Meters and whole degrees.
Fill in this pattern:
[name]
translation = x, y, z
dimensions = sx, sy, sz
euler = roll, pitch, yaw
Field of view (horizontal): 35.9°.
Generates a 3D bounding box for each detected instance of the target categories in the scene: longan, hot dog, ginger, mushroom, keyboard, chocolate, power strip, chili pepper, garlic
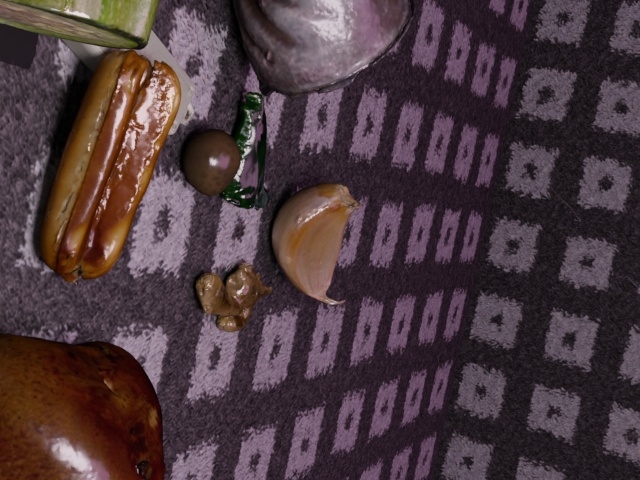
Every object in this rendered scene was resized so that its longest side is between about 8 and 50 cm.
[longan]
translation = -0.177, -0.127, 1.615
dimensions = 0.113, 0.092, 0.113
euler = 10, 90, -78
[hot dog]
translation = -0.299, -0.095, 1.343
dimensions = 0.135, 0.100, 0.337
euler = 10, 104, -52
[ginger]
translation = -0.163, 0.091, 1.799
dimensions = 0.133, 0.059, 0.214
euler = -61, 150, -14
[mushroom]
translation = -0.345, 0.271, 1.266
dimensions = 0.259, 0.345, 0.345
euler = -40, 160, 14
[keyboard]
translation = -0.366, -0.314, 1.217
dimensions = 0.074, 0.015, 0.197
euler = 5, 97, -61
[chocolate]
translation = -0.021, -0.405, 1.604
dimensions = 0.213, 0.303, 0.303
euler = 55, 51, -38
[power strip]
translation = -0.273, -0.262, 1.385
dimensions = 0.098, 0.058, 0.338
euler = -67, 154, -17
[chili pepper]
translation = -0.129, -0.155, 1.742
dimensions = 0.108, 0.062, 0.216
euler = -30, 126, -58
[garlic]
translation = -0.014, 0.002, 1.943
dimensions = 0.145, 0.164, 0.245
euler = -63, 163, -66

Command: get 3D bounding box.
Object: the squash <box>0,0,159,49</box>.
[squash]
translation = -0.273, -0.422, 1.066
dimensions = 0.263, 0.263, 0.384
euler = 10, 92, -65
